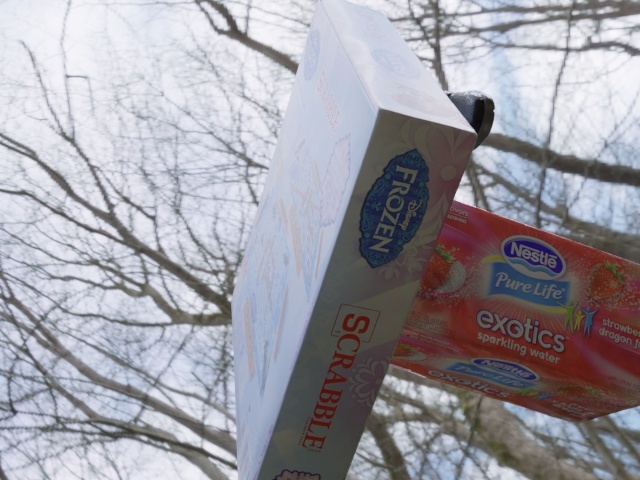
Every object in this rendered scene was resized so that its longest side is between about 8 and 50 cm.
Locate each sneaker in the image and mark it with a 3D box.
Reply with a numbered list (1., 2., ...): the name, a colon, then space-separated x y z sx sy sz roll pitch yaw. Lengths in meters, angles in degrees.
1. sneaker: 0.140 -0.173 1.212 0.130 0.227 0.087 7 -83 -24

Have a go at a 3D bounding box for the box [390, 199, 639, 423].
1. box: 0.186 0.072 0.931 0.300 0.142 0.154 19 -114 -9

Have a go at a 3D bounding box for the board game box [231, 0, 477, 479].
1. board game box: 0.000 0.000 0.689 0.066 0.319 0.318 12 -65 -13
